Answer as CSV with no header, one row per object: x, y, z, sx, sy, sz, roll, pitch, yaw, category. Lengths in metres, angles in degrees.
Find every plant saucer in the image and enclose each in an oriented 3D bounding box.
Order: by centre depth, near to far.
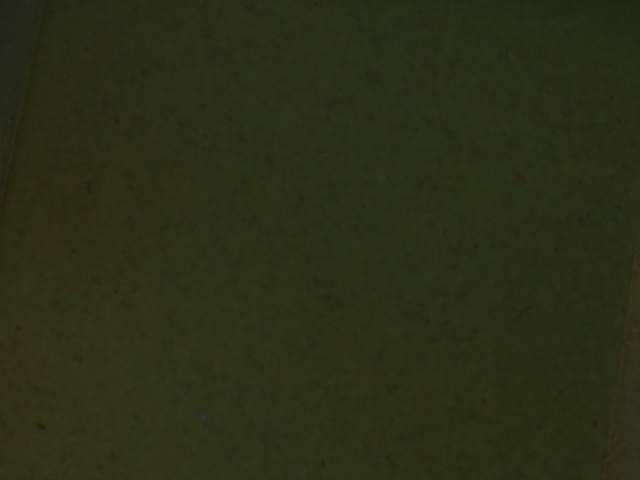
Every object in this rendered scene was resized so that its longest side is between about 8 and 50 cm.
0.000,0.000,0.609,0.333,0.081,0.333,11,81,-3,plant saucer
